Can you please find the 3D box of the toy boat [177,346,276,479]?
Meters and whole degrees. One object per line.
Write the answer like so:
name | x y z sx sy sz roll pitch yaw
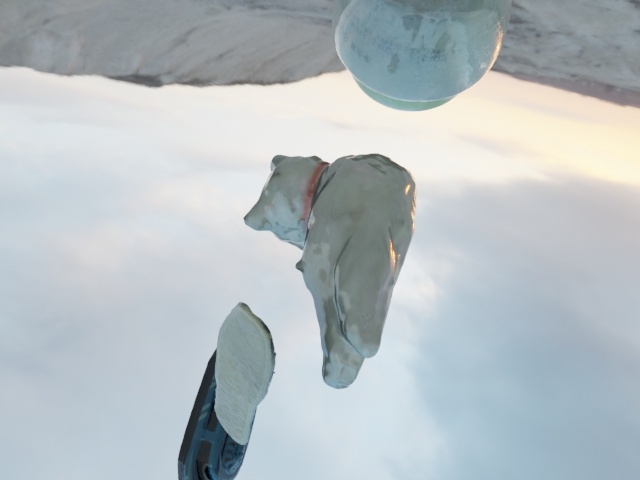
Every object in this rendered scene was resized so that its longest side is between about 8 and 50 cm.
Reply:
toy boat | -0.163 0.337 1.020 0.092 0.299 0.134 -8 144 31

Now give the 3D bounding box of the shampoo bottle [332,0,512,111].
shampoo bottle | 0.181 -0.418 1.002 0.322 0.323 0.317 16 163 8

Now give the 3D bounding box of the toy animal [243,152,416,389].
toy animal | 0.000 0.000 0.630 0.188 0.266 0.308 30 -118 -8

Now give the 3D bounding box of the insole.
insole | -0.087 0.148 0.576 0.011 0.248 0.081 -28 -120 -35
